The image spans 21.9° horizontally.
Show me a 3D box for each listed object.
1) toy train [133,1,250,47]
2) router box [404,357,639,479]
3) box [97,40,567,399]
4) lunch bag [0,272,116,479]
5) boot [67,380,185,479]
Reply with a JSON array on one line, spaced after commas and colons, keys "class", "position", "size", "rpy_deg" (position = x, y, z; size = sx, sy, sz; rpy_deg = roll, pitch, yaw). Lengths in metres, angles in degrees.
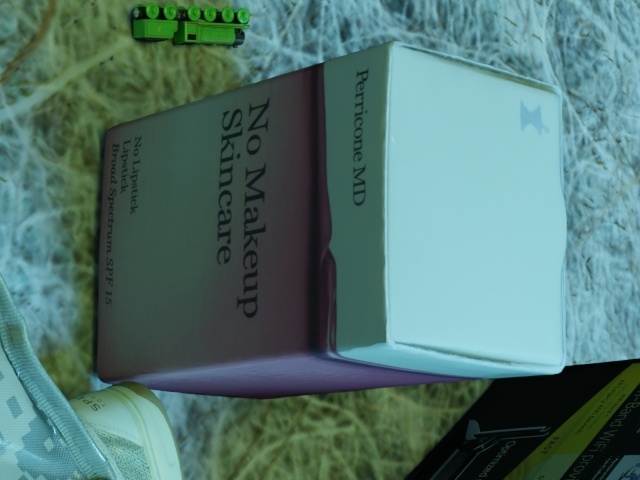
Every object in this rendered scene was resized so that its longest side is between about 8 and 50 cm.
[{"class": "toy train", "position": [-0.074, -0.125, 0.963], "size": [0.083, 0.017, 0.024], "rpy_deg": [-3, 94, -42]}, {"class": "router box", "position": [0.129, 0.182, 0.936], "size": [0.309, 0.243, 0.081], "rpy_deg": [-42, 109, -37]}, {"class": "box", "position": [0.000, 0.000, 0.860], "size": [0.127, 0.232, 0.149], "rpy_deg": [10, 75, -41]}, {"class": "lunch bag", "position": [-0.268, 0.108, 0.603], "size": [0.287, 0.235, 0.169], "rpy_deg": [-39, 113, -39]}, {"class": "boot", "position": [-0.134, 0.188, 0.815], "size": [0.165, 0.077, 0.213], "rpy_deg": [-10, 85, -42]}]
